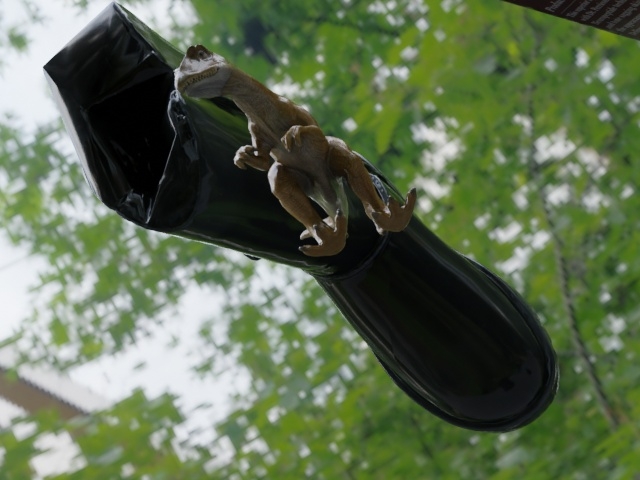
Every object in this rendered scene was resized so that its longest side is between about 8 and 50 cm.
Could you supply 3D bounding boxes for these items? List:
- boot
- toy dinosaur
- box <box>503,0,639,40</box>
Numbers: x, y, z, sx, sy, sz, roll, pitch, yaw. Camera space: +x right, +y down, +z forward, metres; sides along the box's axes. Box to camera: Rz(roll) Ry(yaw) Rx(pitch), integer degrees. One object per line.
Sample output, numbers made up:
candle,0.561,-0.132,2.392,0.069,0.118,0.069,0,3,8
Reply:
boot,-0.002,-0.001,1.289,0.146,0.367,0.445,-49,-30,6
toy dinosaur,-0.001,-0.035,0.781,0.064,0.112,0.211,-38,-37,0
box,0.202,-0.225,0.898,0.203,0.167,0.168,16,-8,-5
